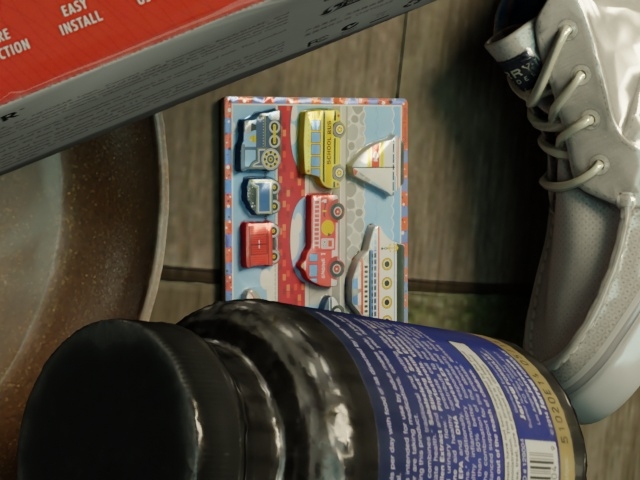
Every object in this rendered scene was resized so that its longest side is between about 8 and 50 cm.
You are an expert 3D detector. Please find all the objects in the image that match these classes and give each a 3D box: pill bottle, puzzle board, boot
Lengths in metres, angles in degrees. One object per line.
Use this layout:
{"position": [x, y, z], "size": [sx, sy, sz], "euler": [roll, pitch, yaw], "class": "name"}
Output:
{"position": [-0.002, 0.087, 0.582], "size": [0.219, 0.122, 0.123], "euler": [13, 87, -48], "class": "pill bottle"}
{"position": [0.000, 0.000, 0.671], "size": [0.096, 0.011, 0.128], "euler": [-3, 96, -31], "class": "puzzle board"}
{"position": [0.120, -0.054, 0.703], "size": [0.123, 0.095, 0.258], "euler": [28, 71, -23], "class": "boot"}

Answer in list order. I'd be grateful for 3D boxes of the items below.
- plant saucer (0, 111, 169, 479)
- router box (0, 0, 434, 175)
{"position": [-0.203, -0.016, 0.527], "size": [0.310, 0.050, 0.311], "euler": [-2, 94, -30], "class": "plant saucer"}
{"position": [-0.049, -0.205, 0.458], "size": [0.335, 0.082, 0.301], "euler": [-23, 84, -6], "class": "router box"}
